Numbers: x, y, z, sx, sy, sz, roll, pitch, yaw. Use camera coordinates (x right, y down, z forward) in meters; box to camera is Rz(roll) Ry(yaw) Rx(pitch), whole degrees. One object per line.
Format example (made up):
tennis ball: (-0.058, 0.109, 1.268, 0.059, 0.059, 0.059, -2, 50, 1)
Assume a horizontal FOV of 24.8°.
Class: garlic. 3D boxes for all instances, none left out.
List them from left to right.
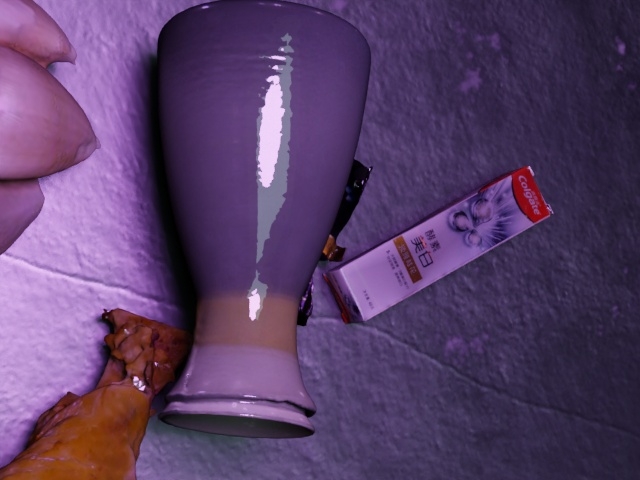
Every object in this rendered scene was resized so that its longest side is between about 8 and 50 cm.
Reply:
garlic: (-0.326, -0.087, 1.075, 0.325, 0.132, 0.279, 23, 85, -15)

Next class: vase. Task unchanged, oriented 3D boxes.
vase: (-0.051, -0.011, 1.137, 0.173, 0.173, 0.321, 8, 75, -23)

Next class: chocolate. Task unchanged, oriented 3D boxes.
chocolate: (-0.002, 0.000, 1.238, 0.070, 0.072, 0.147, 43, 76, -25)

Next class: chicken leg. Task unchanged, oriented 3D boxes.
chicken leg: (-0.187, 0.247, 1.110, 0.295, 0.182, 0.409, 42, 55, -25)

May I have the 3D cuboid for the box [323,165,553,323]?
box: (0.107, 0.003, 1.298, 0.218, 0.039, 0.055, -29, 96, -23)
